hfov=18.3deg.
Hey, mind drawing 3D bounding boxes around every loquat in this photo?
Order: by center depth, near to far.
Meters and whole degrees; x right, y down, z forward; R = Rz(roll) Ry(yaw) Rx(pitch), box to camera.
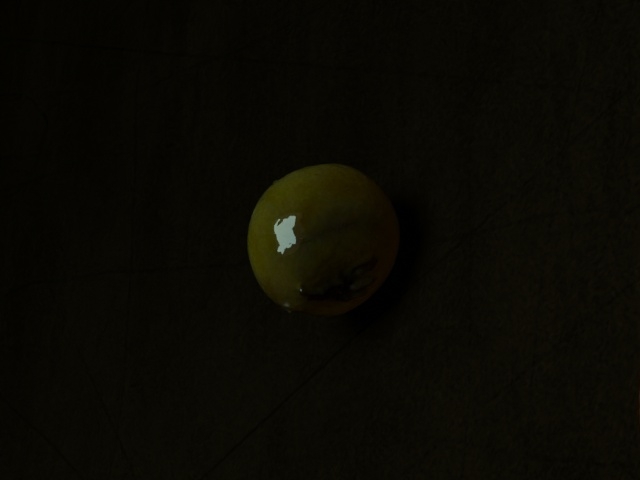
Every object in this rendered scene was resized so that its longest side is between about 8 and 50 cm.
[{"bbox_3d":[0.000,0.000,1.777,0.141,0.141,0.141,-36,42,42],"label":"loquat"}]

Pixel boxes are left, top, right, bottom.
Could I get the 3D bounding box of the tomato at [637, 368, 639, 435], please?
[{"bbox_3d":[0.295,0.095,0.982,0.265,0.265,0.265,-36,42,42],"label":"tomato"}]
